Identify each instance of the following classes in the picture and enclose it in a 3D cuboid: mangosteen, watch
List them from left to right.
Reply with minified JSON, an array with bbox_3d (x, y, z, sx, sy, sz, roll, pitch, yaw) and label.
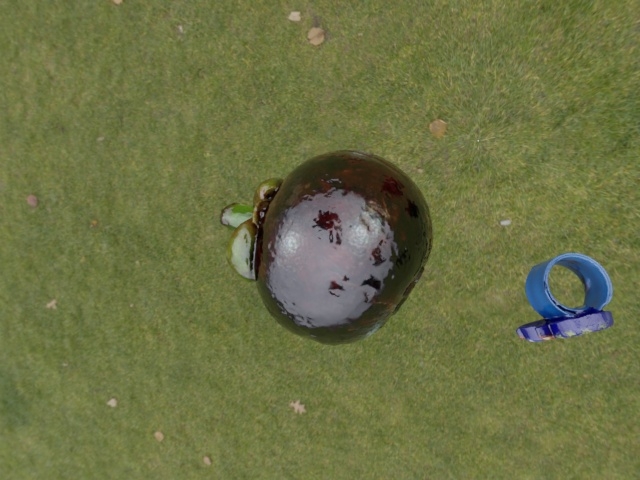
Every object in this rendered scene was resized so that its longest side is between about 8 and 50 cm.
[{"bbox_3d":[0.012,-0.001,0.457,0.217,0.216,0.215,5,104,20],"label":"mangosteen"},{"bbox_3d":[0.608,0.139,1.037,0.196,0.171,0.199,-6,76,-12],"label":"watch"}]
